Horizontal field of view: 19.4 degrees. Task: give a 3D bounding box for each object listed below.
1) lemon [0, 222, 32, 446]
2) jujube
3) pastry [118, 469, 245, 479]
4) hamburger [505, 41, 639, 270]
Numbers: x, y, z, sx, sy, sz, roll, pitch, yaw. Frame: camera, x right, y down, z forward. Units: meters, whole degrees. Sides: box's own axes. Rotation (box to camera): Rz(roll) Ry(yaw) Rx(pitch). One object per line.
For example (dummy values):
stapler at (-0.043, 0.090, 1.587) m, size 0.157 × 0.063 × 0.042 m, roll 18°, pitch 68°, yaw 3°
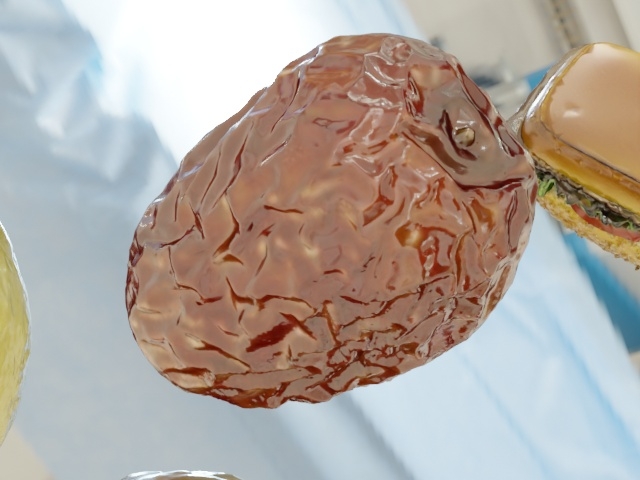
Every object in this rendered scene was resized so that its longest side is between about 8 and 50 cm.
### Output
lemon at (-0.374, 0.074, 1.388) m, size 0.348 × 0.348 × 0.348 m, roll 40°, pitch 39°, yaw -43°
jujube at (0.000, 0.000, 0.684) m, size 0.109 × 0.176 × 0.112 m, roll 17°, pitch 55°, yaw -31°
pastry at (-0.040, 0.273, 0.835) m, size 0.356 × 0.164 × 0.356 m, roll -15°, pitch 90°, yaw -88°
hamburger at (0.198, -0.045, 1.124) m, size 0.166 × 0.087 × 0.137 m, roll 33°, pitch 55°, yaw 17°
